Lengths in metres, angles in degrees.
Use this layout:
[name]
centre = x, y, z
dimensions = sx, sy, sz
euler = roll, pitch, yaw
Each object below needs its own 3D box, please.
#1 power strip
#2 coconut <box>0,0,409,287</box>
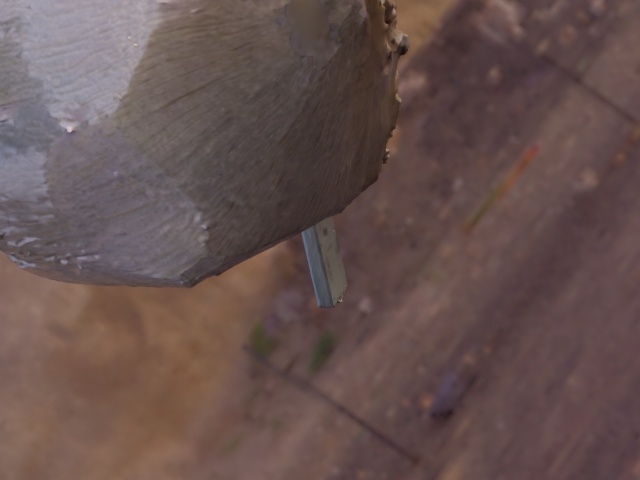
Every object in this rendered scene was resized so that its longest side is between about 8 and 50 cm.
[power strip]
centre = 0.000, 0.000, 1.945
dimensions = 0.019, 0.136, 0.051
euler = -3, 25, 24
[coconut]
centre = -0.112, -0.134, 1.425
dimensions = 0.360, 0.346, 0.346
euler = 0, 45, 42
